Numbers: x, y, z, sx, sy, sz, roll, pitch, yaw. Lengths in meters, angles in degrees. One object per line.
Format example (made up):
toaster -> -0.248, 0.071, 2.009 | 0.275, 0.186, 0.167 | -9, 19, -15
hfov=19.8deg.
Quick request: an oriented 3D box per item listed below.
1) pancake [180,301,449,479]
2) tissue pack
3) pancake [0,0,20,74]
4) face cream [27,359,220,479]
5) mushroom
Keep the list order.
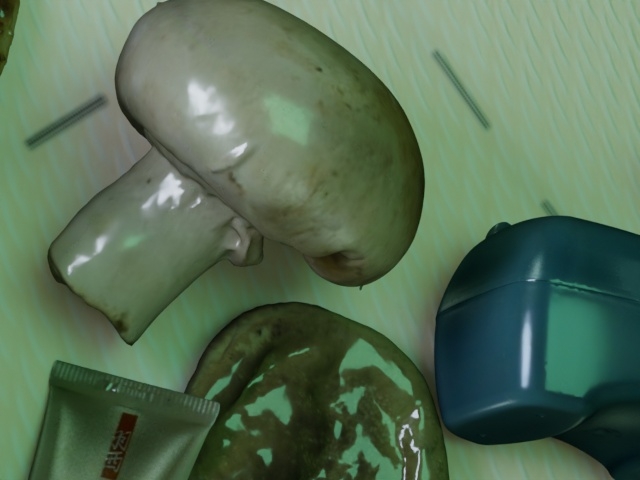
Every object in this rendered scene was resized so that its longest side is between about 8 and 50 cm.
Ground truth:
pancake -> -0.004, 0.192, 1.521 | 0.294, 0.049, 0.294 | 10, 70, -28
tissue pack -> 0.251, 0.089, 1.609 | 0.287, 0.198, 0.206 | 16, 68, -23
pancake -> -0.369, -0.166, 1.450 | 0.244, 0.057, 0.266 | 16, 62, -15
face cream -> -0.185, 0.256, 1.381 | 0.137, 0.084, 0.341 | 14, 61, 2
mushroom -> -0.073, -0.040, 1.467 | 0.292, 0.292, 0.290 | 38, 91, -13
